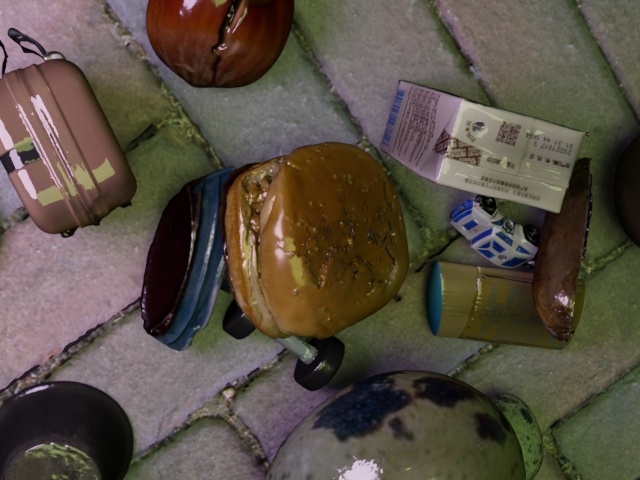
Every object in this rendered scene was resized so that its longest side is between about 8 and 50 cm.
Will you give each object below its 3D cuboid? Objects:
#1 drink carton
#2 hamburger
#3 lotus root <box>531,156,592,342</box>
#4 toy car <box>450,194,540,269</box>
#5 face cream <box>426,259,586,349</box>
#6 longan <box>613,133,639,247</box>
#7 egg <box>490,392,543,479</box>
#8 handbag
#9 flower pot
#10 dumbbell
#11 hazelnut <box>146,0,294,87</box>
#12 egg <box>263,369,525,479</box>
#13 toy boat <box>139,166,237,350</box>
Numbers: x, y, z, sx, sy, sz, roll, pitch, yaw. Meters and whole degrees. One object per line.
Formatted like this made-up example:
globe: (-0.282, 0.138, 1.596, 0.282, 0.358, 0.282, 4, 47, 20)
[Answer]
drink carton: (0.228, -0.148, 1.276, 0.194, 0.324, 0.132, 12, 101, -13)
hamburger: (-0.005, -0.002, 1.284, 0.304, 0.174, 0.284, -22, 101, -49)
lotus root: (0.402, 0.003, 1.412, 0.078, 0.167, 0.329, 9, 64, 11)
toy car: (0.301, -0.007, 1.433, 0.171, 0.080, 0.070, 34, 53, -17)
face cream: (0.316, 0.115, 1.475, 0.285, 0.067, 0.139, 8, 109, -15)
longan: (0.622, -0.082, 1.431, 0.258, 0.258, 0.258, -2, 101, -13)
egg: (0.327, 0.357, 1.492, 0.132, 0.132, 0.172, 4, 88, -14)
handbag: (-0.365, -0.151, 1.149, 0.149, 0.302, 0.283, -25, 99, -9)
flower pot: (-0.410, 0.351, 1.307, 0.235, 0.148, 0.235, -2, 100, -12)
dumbbell: (-0.060, 0.156, 1.378, 0.191, 0.100, 0.100, 38, 90, -16)
hazelnut: (-0.144, -0.322, 1.229, 0.212, 0.181, 0.180, 17, 75, -26)
egg: (0.111, 0.389, 1.339, 0.428, 0.345, 0.345, -21, 105, 7)
toy boat: (-0.187, 0.030, 1.319, 0.142, 0.129, 0.309, 6, 104, -50)
